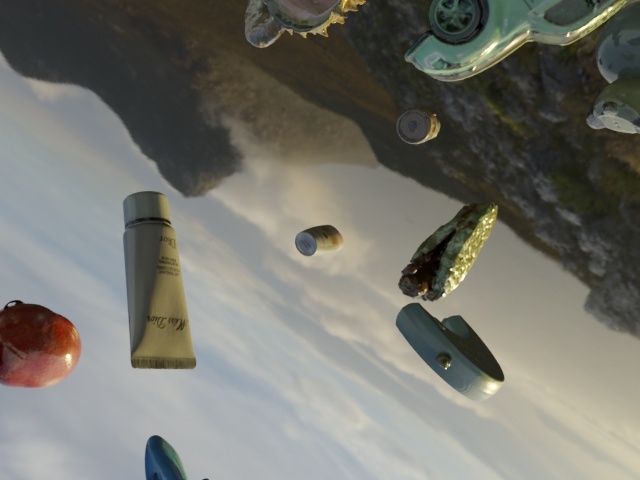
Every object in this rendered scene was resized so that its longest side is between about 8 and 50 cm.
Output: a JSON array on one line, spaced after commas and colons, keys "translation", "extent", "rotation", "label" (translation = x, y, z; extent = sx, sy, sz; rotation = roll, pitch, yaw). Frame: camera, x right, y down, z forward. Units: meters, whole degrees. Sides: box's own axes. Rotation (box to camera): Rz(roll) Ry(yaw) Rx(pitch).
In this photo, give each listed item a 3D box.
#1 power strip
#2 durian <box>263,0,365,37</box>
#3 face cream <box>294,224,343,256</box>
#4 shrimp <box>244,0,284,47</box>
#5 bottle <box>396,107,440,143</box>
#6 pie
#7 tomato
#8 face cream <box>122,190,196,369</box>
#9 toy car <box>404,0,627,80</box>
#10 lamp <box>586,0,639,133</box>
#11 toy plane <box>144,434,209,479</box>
[{"translation": [0.207, 0.171, 1.096], "extent": [0.167, 0.054, 0.253], "rotation": [49, -167, 24], "label": "power strip"}, {"translation": [0.008, -0.388, 0.994], "extent": [0.186, 0.195, 0.305], "rotation": [13, 161, -43], "label": "durian"}, {"translation": [0.000, 0.000, 1.852], "extent": [0.084, 0.057, 0.198], "rotation": [53, -159, 8], "label": "face cream"}, {"translation": [-0.042, -0.480, 1.293], "extent": [0.077, 0.317, 0.168], "rotation": [15, -134, -38], "label": "shrimp"}, {"translation": [0.257, -0.294, 1.840], "extent": [0.099, 0.098, 0.152], "rotation": [34, -161, 12], "label": "bottle"}, {"translation": [0.276, 0.024, 1.466], "extent": [0.105, 0.257, 0.274], "rotation": [43, -175, 16], "label": "pie"}, {"translation": [-0.537, 0.197, 1.322], "extent": [0.187, 0.151, 0.187], "rotation": [1, 147, 1], "label": "tomato"}, {"translation": [-0.289, 0.070, 1.234], "extent": [0.089, 0.314, 0.143], "rotation": [-20, 160, 31], "label": "face cream"}, {"translation": [0.231, -0.256, 0.726], "extent": [0.125, 0.306, 0.136], "rotation": [51, -163, -1], "label": "toy car"}, {"translation": [0.578, -0.308, 1.260], "extent": [0.198, 0.243, 0.198], "rotation": [24, 179, 0], "label": "lamp"}, {"translation": [-0.197, 0.400, 1.009], "extent": [0.105, 0.254, 0.271], "rotation": [-92, -14, -66], "label": "toy plane"}]
